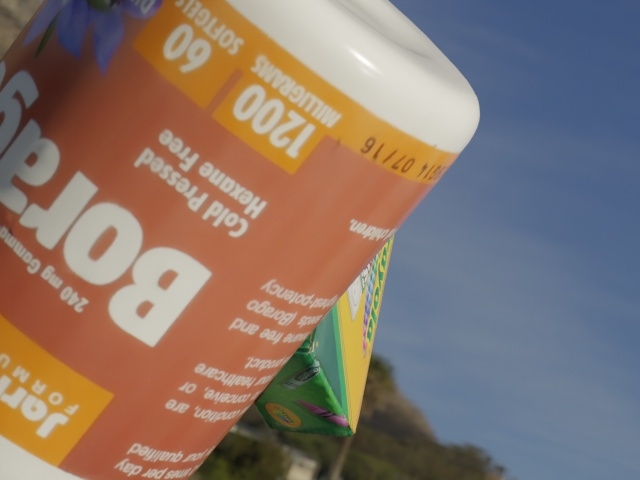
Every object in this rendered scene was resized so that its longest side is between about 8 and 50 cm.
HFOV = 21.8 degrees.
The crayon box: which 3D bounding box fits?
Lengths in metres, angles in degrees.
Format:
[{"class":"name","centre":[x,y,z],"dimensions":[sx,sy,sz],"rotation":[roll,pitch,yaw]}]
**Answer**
[{"class":"crayon box","centre":[0.000,0.000,1.358],"dimensions":[0.081,0.278,0.165],"rotation":[4,-28,16]}]

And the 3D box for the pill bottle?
[{"class":"pill bottle","centre":[-0.063,0.007,0.492],"dimensions":[0.121,0.216,0.121],"rotation":[36,14,-10]}]
